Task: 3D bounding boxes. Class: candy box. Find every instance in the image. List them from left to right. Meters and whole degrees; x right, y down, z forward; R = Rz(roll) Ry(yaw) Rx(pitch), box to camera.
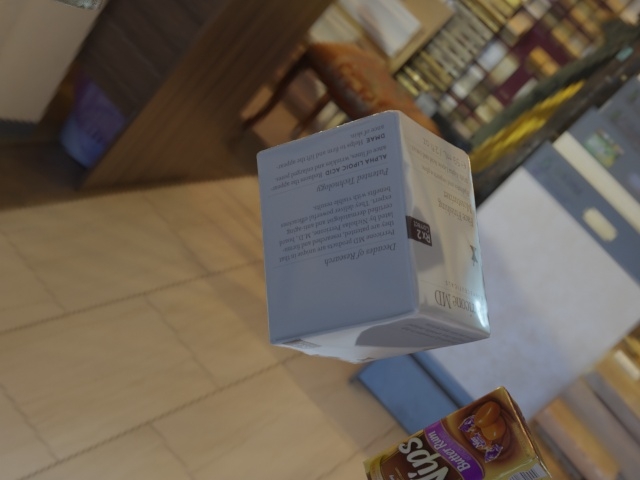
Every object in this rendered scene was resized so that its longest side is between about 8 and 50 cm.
[{"bbox_3d":[0.147,0.253,1.299,0.053,0.186,0.109,50,13,-38],"label":"candy box"}]

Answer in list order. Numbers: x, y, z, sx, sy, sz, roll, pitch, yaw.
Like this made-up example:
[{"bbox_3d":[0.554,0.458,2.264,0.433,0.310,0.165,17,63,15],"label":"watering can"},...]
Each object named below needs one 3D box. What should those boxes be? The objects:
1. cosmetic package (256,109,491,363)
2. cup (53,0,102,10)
[{"bbox_3d":[0.048,0.004,1.066,0.151,0.151,0.184,20,60,-55],"label":"cosmetic package"},{"bbox_3d":[-0.313,-0.393,1.089,0.331,0.237,0.331,25,12,-5],"label":"cup"}]
